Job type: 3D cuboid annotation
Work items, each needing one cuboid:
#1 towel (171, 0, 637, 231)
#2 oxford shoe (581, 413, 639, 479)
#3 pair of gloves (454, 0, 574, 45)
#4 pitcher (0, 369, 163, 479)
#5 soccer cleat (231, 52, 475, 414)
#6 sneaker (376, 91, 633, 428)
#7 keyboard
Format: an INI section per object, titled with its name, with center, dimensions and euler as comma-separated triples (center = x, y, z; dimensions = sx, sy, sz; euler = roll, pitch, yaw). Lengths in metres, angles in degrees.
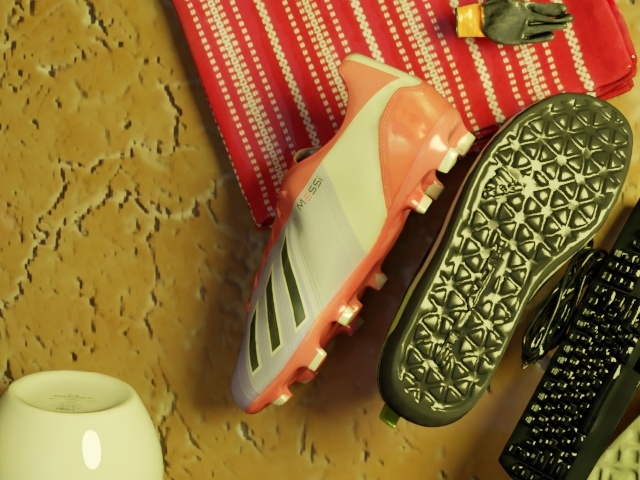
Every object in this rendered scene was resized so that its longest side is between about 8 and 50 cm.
[towel]
center = 0.045, -0.140, 1.059
dimensions = 0.275, 0.031, 0.198
euler = -21, 86, 19
[oxford shoe]
center = 0.330, 0.064, 0.919
dimensions = 0.449, 0.130, 0.169
euler = -44, 54, 21
[pair of gloves]
center = 0.117, -0.160, 1.011
dimensions = 0.074, 0.010, 0.083
euler = 0, 94, 19
[pitcher]
center = -0.143, 0.198, 1.106
dimensions = 0.178, 0.125, 0.207
euler = 4, 105, -3
[soccer cleat]
center = 0.000, 0.000, 1.040
dimensions = 0.095, 0.083, 0.248
euler = 37, 116, 9
[sneaker]
center = 0.099, 0.010, 1.018
dimensions = 0.084, 0.097, 0.234
euler = 36, 85, -3
[keyboard]
center = 0.154, 0.056, 0.986
dimensions = 0.192, 0.038, 0.100
euler = -60, 30, -5
